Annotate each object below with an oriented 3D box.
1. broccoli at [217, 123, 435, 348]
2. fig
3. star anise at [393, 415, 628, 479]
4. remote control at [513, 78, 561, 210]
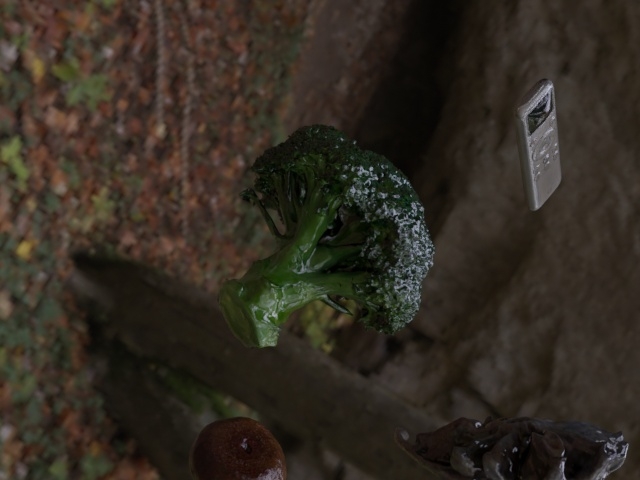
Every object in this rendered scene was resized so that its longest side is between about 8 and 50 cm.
[{"bbox_3d":[0.000,0.000,1.742,0.297,0.297,0.297,-33,163,-27],"label":"broccoli"},{"bbox_3d":[-0.120,0.347,1.963,0.201,0.133,0.146,99,-14,-48],"label":"fig"},{"bbox_3d":[0.281,0.320,1.997,0.359,0.315,0.139,-168,-97,-82],"label":"star anise"},{"bbox_3d":[0.286,-0.118,1.797,0.067,0.029,0.261,-49,154,-13],"label":"remote control"}]
